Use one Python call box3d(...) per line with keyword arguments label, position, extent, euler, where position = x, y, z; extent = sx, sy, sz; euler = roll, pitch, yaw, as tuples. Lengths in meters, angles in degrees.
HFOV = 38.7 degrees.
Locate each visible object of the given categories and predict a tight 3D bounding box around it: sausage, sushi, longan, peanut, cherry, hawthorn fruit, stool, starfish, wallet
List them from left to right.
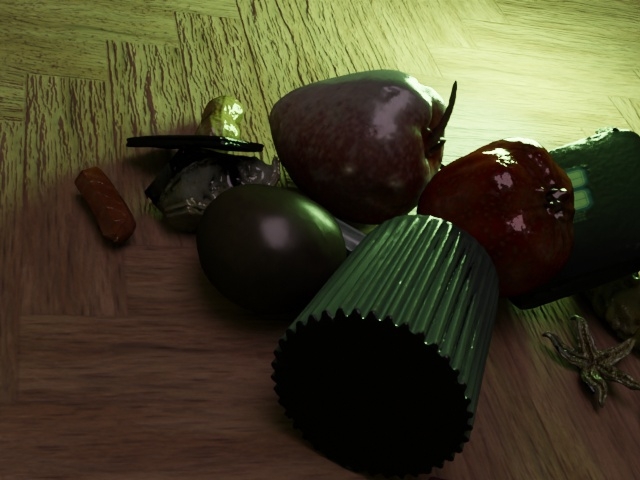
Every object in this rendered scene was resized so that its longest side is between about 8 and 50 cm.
box3d(label="sausage", position=(-0.370, -0.056, 1.587), extent=(0.065, 0.065, 0.169), euler=(-13, 49, -33))
box3d(label="wallet", position=(-0.235, -0.180, 1.693), extent=(0.244, 0.025, 0.124), euler=(4, 2, 34))
box3d(label="peanut", position=(-0.201, -0.233, 1.842), extent=(0.089, 0.089, 0.193), euler=(15, 41, -5))
box3d(label="sushi", position=(-0.167, -0.083, 1.674), extent=(0.273, 0.134, 0.109), euler=(1, 55, -43))
box3d(label="longan", position=(-0.087, 0.009, 1.507), extent=(0.246, 0.215, 0.246), euler=(35, 22, -16))
box3d(label="cherry", position=(0.089, -0.196, 1.755), extent=(0.326, 0.291, 0.335), euler=(-36, 48, -25))
box3d(label="stool", position=(0.124, 0.142, 1.395), extent=(0.297, 0.297, 0.330), euler=(26, 36, 8))
box3d(label="hawthorn fruit", position=(0.290, -0.030, 1.636), extent=(0.287, 0.330, 0.287), euler=(16, 66, -41))
box3d(label="starfish", position=(0.506, 0.207, 1.636), extent=(0.176, 0.053, 0.208), euler=(-15, 49, -21))
box3d(label="sushi", position=(0.583, 0.084, 1.751), extent=(0.131, 0.139, 0.291), euler=(3, 40, -30))

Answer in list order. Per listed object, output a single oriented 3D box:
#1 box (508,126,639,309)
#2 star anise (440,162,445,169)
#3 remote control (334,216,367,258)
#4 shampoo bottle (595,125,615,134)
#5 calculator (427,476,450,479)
box3d(label="box", position=(0.487, -0.045, 1.761), extent=(0.359, 0.091, 0.350), euler=(-21, 41, 17))
box3d(label="star anise", position=(0.223, -0.199, 2.000), extent=(0.158, 0.144, 0.140), euler=(-11, 3, -40))
box3d(label="remote control", position=(0.000, 0.000, 1.637), extent=(0.247, 0.104, 0.052), euler=(29, 40, 13))
box3d(label="shampoo bottle", position=(0.679, -0.221, 2.193), extent=(0.063, 0.057, 0.208), euler=(21, 37, 14))
box3d(label="calculator", position=(0.235, 0.416, 1.315), extent=(0.190, 0.034, 0.127), euler=(15, 41, 4))
